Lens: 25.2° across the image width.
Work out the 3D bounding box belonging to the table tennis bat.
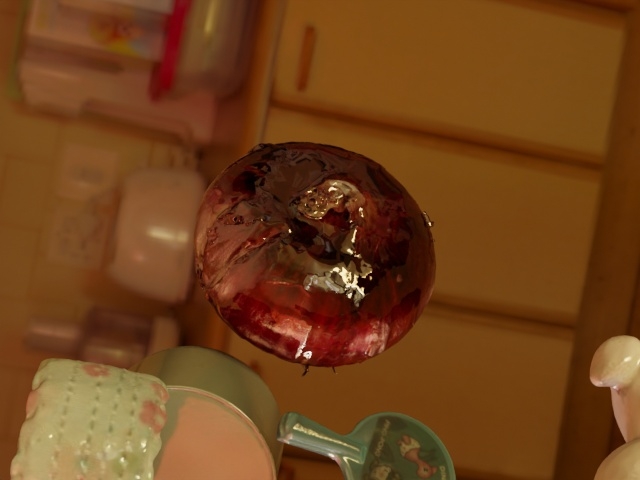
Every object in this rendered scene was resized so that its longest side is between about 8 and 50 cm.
[{"bbox_3d":[0.047,0.218,1.416,0.033,0.201,0.124,-42,29,49],"label":"table tennis bat"}]

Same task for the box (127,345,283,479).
[{"bbox_3d":[-0.158,0.251,1.689,0.149,0.226,0.226,-78,2,-75],"label":"box"}]

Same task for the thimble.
[{"bbox_3d":[-0.248,0.236,1.512,0.185,0.149,0.211,-147,70,-82],"label":"thimble"}]

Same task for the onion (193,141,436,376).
[{"bbox_3d":[0.000,0.000,1.739,0.232,0.314,0.314,117,159,-44],"label":"onion"}]

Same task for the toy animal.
[{"bbox_3d":[0.404,0.287,1.775,0.367,0.241,0.196,-58,5,-37],"label":"toy animal"}]
